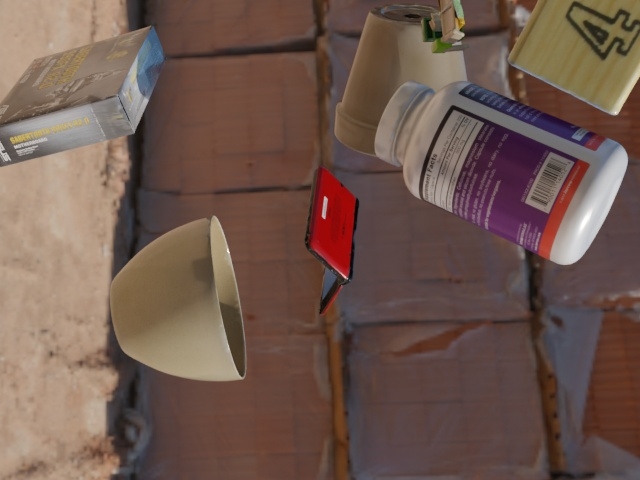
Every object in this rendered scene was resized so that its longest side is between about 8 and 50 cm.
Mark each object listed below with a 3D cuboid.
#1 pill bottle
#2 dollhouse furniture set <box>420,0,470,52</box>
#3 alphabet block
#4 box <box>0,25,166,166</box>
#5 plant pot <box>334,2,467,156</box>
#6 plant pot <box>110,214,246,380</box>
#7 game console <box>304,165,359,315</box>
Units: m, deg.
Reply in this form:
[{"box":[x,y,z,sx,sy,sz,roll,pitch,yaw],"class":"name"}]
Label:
[{"box":[0.245,-0.108,1.245,0.181,0.323,0.181,-48,155,-32],"class":"pill bottle"},{"box":[0.185,-0.301,1.212,0.152,0.059,0.076,168,-84,-81],"class":"dollhouse furniture set"},{"box":[0.430,-0.336,1.416,0.197,0.193,0.192,-64,176,19],"class":"alphabet block"},{"box":[-0.310,-0.190,1.147,0.231,0.183,0.056,-86,160,-56],"class":"box"},{"box":[0.194,-0.362,1.961,0.323,0.323,0.280,-84,177,-61],"class":"plant pot"},{"box":[-0.247,0.113,1.514,0.284,0.191,0.284,-11,90,-90],"class":"plant pot"},{"box":[0.000,0.000,1.140,0.124,0.085,0.144,42,37,-33],"class":"game console"}]
